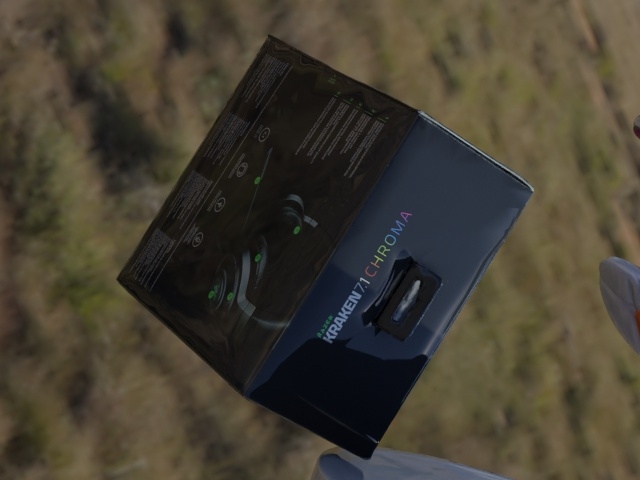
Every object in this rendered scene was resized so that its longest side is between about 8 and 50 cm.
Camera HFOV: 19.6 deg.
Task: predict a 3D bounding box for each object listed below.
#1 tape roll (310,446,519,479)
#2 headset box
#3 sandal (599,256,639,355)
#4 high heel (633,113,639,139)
[{"bbox_3d":[0.168,0.252,1.354,0.072,0.392,0.392,-71,163,5],"label":"tape roll"},{"bbox_3d":[0.000,0.000,1.445,0.131,0.246,0.283,31,1,-32],"label":"headset box"},{"bbox_3d":[0.348,0.084,1.531,0.265,0.076,0.102,33,-29,31],"label":"sandal"},{"bbox_3d":[0.359,-0.054,1.391,0.082,0.244,0.117,-64,145,-48],"label":"high heel"}]
